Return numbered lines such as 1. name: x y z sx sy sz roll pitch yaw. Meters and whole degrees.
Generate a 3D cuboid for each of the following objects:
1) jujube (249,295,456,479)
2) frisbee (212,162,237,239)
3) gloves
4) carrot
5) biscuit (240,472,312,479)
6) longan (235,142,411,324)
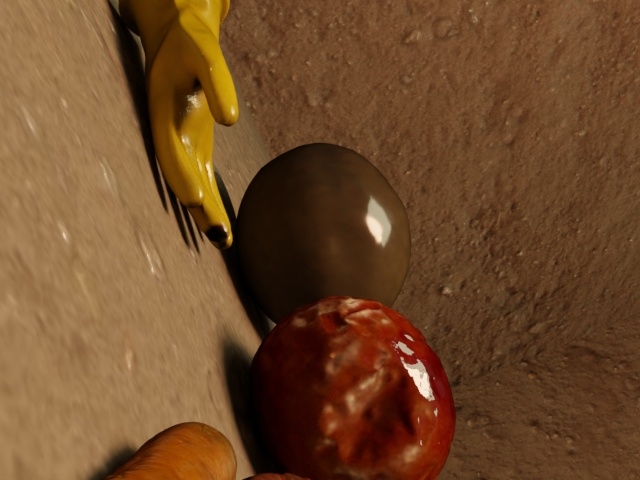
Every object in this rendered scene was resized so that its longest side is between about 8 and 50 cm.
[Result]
1. jujube: 0.021 0.148 0.712 0.255 0.190 0.189 128 -59 -72
2. frisbee: -0.125 -0.053 0.960 0.110 0.014 0.110 -21 90 -88
3. gloves: -0.122 -0.124 0.757 0.133 0.116 0.294 48 25 -63
4. carrot: -0.068 0.106 0.292 0.191 0.047 0.047 22 46 -84
5. biscuit: -0.011 0.182 0.280 0.192 0.049 0.192 -12 90 -69
6. longan: 0.000 0.000 0.940 0.248 0.248 0.248 -22 90 -88
